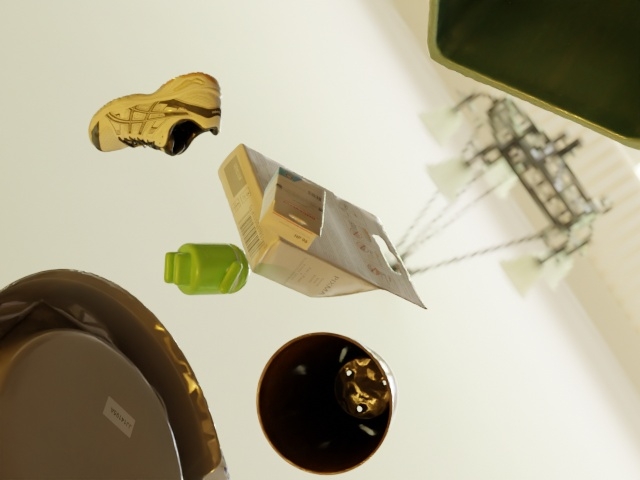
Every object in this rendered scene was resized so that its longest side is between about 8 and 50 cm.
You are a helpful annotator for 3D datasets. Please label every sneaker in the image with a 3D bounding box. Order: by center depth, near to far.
[{"bbox_3d":[-0.089,-0.060,0.644,0.032,0.083,0.037,22,-127,-57],"label":"sneaker"}]

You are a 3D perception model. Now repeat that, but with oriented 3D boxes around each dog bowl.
[{"bbox_3d":[-0.221,0.203,1.023,0.349,0.102,0.348,40,-140,-46],"label":"dog bowl"}]

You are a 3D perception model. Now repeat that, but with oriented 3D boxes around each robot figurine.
[{"bbox_3d":[-0.139,0.035,1.516,0.115,0.101,0.067,0,-87,-36],"label":"robot figurine"}]

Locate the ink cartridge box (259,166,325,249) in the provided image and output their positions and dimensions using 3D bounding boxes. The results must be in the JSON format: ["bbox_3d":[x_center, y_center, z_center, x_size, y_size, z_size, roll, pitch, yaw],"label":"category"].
[{"bbox_3d":[-0.024,-0.024,1.021,0.048,0.028,0.083,29,-154,-12],"label":"ink cartridge box"}]

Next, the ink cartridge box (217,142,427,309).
[{"bbox_3d":[0.000,0.000,1.356,0.225,0.056,0.181,28,-155,-36],"label":"ink cartridge box"}]

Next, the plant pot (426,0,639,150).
[{"bbox_3d":[0.273,-0.286,1.128,0.247,0.252,0.247,28,149,21],"label":"plant pot"}]

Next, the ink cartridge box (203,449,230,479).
[{"bbox_3d":[-0.240,0.300,1.352,0.396,0.151,0.270,20,-161,-26],"label":"ink cartridge box"}]

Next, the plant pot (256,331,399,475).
[{"bbox_3d":[0.039,0.245,1.916,0.215,0.215,0.230,58,-165,10],"label":"plant pot"}]
